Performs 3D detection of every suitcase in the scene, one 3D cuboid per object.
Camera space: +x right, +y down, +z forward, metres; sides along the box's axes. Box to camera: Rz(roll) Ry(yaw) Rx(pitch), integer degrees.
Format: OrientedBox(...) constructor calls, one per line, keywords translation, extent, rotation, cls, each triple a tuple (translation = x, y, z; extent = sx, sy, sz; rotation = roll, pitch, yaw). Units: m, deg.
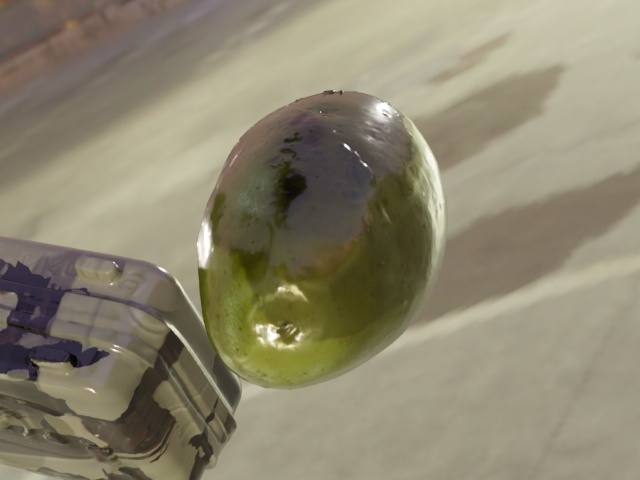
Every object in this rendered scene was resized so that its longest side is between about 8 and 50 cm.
OrientedBox(translation=(-0.259, 0.133, 1.837), extent=(0.352, 0.339, 0.194), rotation=(9, 59, 26), cls="suitcase")

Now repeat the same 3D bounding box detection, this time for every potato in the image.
OrientedBox(translation=(0.003, -0.001, 1.487), extent=(0.216, 0.216, 0.304), rotation=(-25, 21, 15), cls="potato")
